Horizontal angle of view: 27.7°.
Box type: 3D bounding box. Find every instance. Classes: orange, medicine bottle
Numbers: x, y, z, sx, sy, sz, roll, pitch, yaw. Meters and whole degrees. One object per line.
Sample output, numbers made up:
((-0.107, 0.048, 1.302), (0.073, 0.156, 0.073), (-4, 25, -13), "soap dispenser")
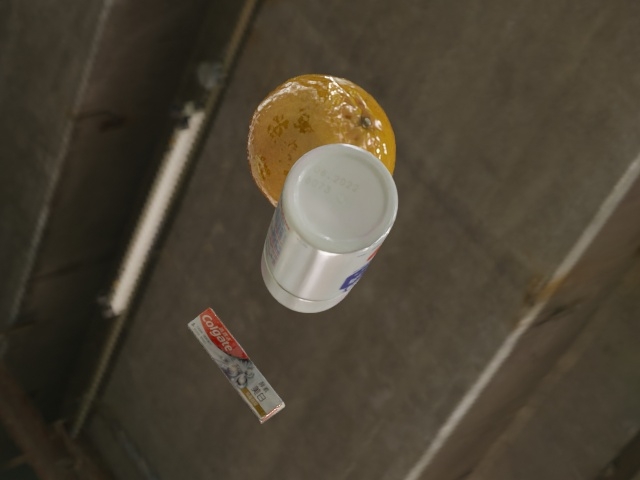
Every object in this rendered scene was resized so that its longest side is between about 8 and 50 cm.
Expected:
((0.002, -0.131, 1.856), (0.219, 0.219, 0.193), (58, -25, 16), "orange")
((0.000, 0.000, 1.562), (0.130, 0.130, 0.341), (62, -15, 11), "medicine bottle")

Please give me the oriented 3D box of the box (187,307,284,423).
((-0.147, 0.216, 2.248), (0.218, 0.055, 0.039), (52, -12, 16), "box")
